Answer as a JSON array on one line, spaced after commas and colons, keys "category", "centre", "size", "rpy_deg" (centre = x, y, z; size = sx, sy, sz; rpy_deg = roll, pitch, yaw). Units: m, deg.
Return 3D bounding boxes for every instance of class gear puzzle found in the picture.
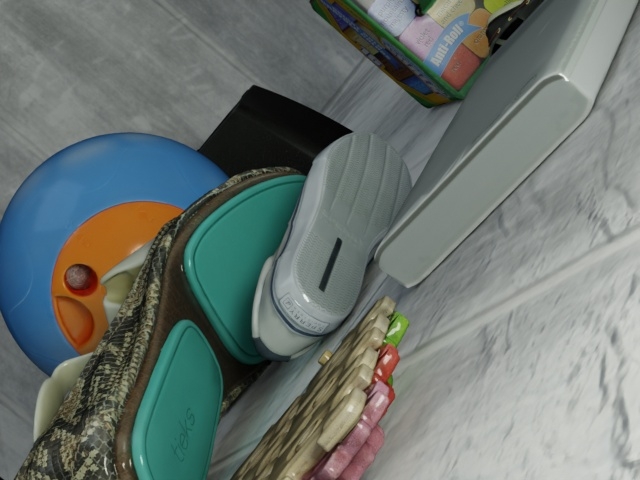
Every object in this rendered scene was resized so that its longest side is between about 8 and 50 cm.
[{"category": "gear puzzle", "centre": [-0.003, 0.120, 1.090], "size": [0.175, 0.044, 0.339], "rpy_deg": [-51, 2, 13]}]

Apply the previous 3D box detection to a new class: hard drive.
[{"category": "hard drive", "centre": [0.151, -0.111, 1.365], "size": [0.203, 0.040, 0.307], "rpy_deg": [-47, 6, 35]}]

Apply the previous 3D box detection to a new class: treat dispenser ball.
[{"category": "treat dispenser ball", "centre": [-0.205, 0.028, 2.033], "size": [0.288, 0.288, 0.288], "rpy_deg": [-50, 5, 6]}]

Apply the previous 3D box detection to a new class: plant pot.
[{"category": "plant pot", "centre": [-0.063, -0.077, 2.250], "size": [0.187, 0.167, 0.188], "rpy_deg": [-49, 5, 16]}]

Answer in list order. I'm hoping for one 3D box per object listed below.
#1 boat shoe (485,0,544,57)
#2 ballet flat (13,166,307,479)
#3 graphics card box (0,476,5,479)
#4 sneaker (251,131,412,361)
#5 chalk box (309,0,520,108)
[{"category": "boat shoe", "centre": [0.190, -0.193, 1.601], "size": [0.133, 0.049, 0.042], "rpy_deg": [-36, 42, 45]}, {"category": "ballet flat", "centre": [-0.135, 0.089, 1.582], "size": [0.182, 0.164, 0.483], "rpy_deg": [-14, 26, 27]}, {"category": "graphics card box", "centre": [-0.455, 0.286, 1.923], "size": [0.233, 0.371, 0.094], "rpy_deg": [-50, 6, 22]}, {"category": "sneaker", "centre": [0.000, 0.000, 1.561], "size": [0.091, 0.094, 0.258], "rpy_deg": [-41, 11, 37]}, {"category": "chalk box", "centre": [0.120, -0.257, 1.903], "size": [0.180, 0.179, 0.289], "rpy_deg": [-50, 6, -1]}]
